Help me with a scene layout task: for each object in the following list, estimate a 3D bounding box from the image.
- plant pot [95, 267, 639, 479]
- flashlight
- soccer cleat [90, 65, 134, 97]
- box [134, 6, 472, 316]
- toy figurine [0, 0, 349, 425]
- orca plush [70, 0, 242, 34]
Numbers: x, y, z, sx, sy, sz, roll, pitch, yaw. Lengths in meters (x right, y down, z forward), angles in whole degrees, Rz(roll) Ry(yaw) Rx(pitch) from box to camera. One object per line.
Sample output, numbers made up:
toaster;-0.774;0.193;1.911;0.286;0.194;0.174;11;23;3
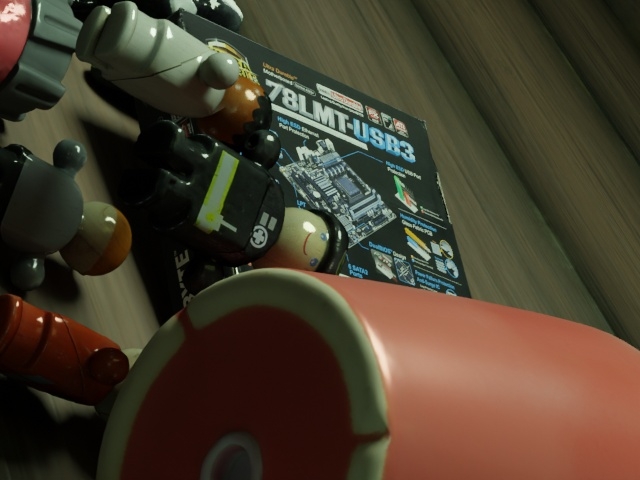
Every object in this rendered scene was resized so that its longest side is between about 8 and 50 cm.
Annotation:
plant pot;0.033;0.141;0.850;0.243;0.275;0.275;24;31;-44
flashlight;-0.296;-0.168;1.027;0.304;0.103;0.103;23;6;-43
soccer cleat;-0.105;-0.108;1.315;0.179;0.072;0.060;11;13;-25
box;0.000;0.000;1.222;0.295;0.073;0.293;20;46;-46
toy figurine;-0.105;-0.011;0.949;0.148;0.213;0.209;31;23;-38
orca plush;-0.200;-0.241;1.320;0.287;0.151;0.102;49;53;0
